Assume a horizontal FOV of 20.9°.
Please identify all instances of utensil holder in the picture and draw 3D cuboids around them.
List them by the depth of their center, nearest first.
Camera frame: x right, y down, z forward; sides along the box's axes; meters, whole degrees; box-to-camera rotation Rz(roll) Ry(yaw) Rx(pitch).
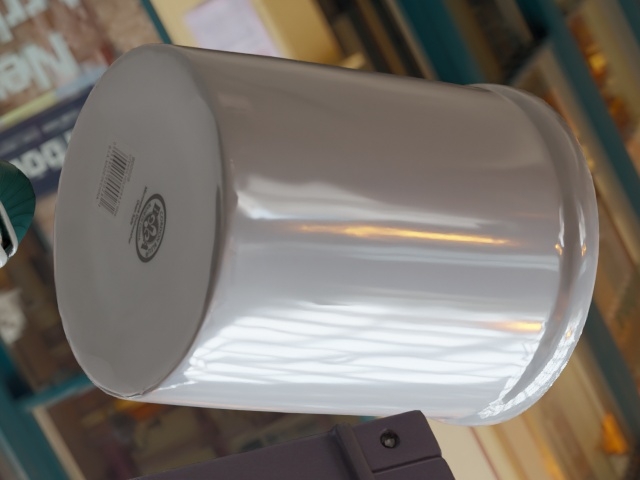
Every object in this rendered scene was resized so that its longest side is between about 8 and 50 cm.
[{"bbox_3d":[0.000,0.000,1.548,0.385,0.327,0.328,5,169,-35],"label":"utensil holder"}]

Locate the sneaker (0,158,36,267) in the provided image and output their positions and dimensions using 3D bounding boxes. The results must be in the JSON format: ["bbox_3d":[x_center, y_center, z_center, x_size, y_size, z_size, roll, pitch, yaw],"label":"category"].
[{"bbox_3d":[-0.293,0.029,1.315,0.121,0.108,0.302,-1,-150,32],"label":"sneaker"}]

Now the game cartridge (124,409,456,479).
[{"bbox_3d":[-0.051,0.233,0.974,0.355,0.230,0.068,-10,145,-28],"label":"game cartridge"}]
